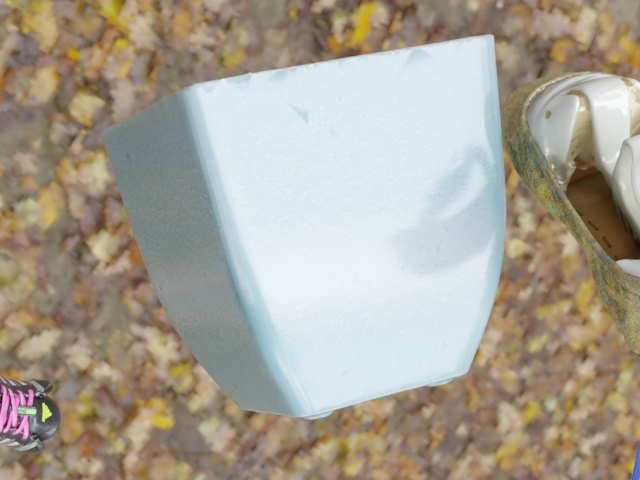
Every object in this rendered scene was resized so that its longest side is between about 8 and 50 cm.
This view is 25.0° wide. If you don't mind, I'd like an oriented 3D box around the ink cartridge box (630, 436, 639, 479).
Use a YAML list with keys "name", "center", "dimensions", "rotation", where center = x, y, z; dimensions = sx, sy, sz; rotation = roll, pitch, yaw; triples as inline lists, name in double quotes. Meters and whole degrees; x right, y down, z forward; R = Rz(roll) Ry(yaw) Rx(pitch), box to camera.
- name: "ink cartridge box"
  center: [0.301, 0.249, 1.209]
  dimensions: [0.207, 0.046, 0.097]
  rotation: [56, 46, -49]

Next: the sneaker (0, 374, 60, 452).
- name: "sneaker"
  center: [-0.237, 0.128, 1.098]
  dimensions: [0.075, 0.170, 0.063]
  rotation: [5, 78, -3]

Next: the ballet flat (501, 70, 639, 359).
- name: "ballet flat"
  center: [0.214, -0.046, 1.016]
  dimensions: [0.123, 0.348, 0.123]
  rotation: [-8, 131, -10]

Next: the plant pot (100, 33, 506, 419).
- name: "plant pot"
  center: [0.000, 0.000, 1.122]
  dimensions: [0.247, 0.248, 0.252]
  rotation: [-13, 92, -23]
